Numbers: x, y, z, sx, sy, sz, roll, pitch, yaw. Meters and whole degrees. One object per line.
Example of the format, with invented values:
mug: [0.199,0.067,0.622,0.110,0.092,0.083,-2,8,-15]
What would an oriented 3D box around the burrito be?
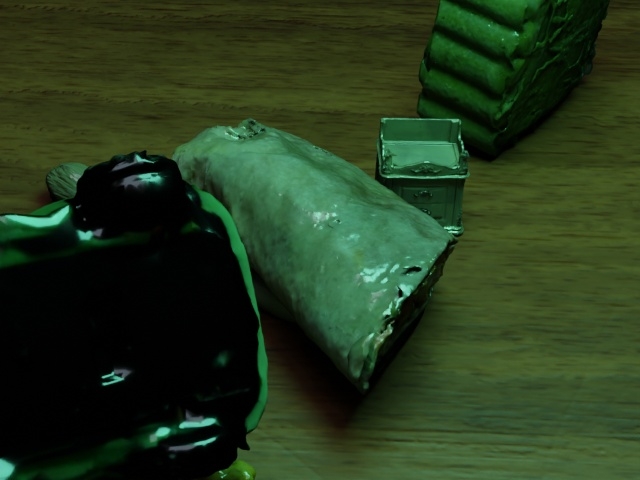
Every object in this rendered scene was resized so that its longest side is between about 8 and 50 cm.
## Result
burrito: [0.011,-0.002,1.381,0.175,0.107,0.348,-11,34,-29]

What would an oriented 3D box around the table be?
table: [0.086,-0.055,1.483,0.079,0.083,0.062,0,35,-5]

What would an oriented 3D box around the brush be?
brush: [-0.122,0.005,1.432,0.299,0.039,0.042,30,17,29]

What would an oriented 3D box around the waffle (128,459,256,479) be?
waffle: [-0.176,0.171,1.173,0.259,0.069,0.293,6,33,1]

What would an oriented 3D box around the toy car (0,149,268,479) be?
toy car: [-0.216,0.076,1.083,0.358,0.213,0.176,-13,1,-32]

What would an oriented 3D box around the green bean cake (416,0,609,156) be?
green bean cake: [0.187,-0.202,1.598,0.113,0.200,0.214,29,39,19]
